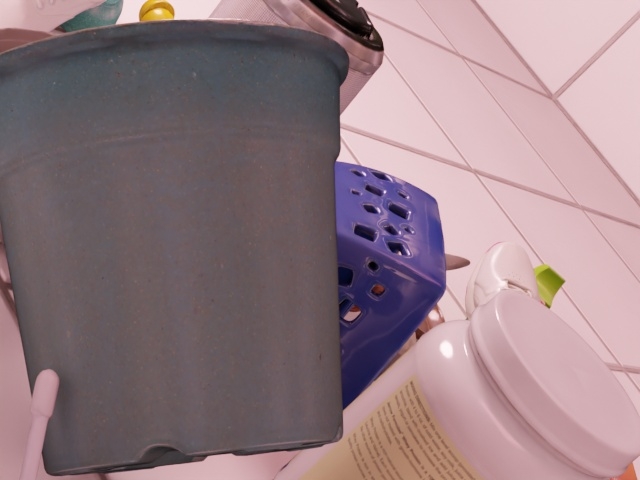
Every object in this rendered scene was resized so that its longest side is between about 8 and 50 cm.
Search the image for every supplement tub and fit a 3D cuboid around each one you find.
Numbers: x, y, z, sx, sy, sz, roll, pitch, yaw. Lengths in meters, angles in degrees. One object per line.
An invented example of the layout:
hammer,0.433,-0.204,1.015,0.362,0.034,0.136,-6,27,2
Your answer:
supplement tub,0.127,0.226,1.398,0.235,0.325,0.235,37,22,-19

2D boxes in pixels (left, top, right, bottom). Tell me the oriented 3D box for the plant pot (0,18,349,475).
plant pot,-0.122,0.023,1.239,0.341,0.341,0.334,7,73,-58

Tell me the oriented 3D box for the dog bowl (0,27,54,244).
dog bowl,-0.247,-0.077,1.544,0.349,0.102,0.349,32,25,-16

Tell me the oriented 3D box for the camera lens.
camera lens,-0.066,-0.224,1.922,0.219,0.274,0.219,35,18,-13

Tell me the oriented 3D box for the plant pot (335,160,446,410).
plant pot,-0.008,0.031,1.662,0.212,0.236,0.236,31,25,-15

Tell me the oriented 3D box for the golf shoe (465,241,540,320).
golf shoe,0.264,0.121,1.955,0.115,0.140,0.306,19,56,-16

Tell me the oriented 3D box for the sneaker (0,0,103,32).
sneaker,-0.333,-0.311,1.781,0.094,0.091,0.258,56,42,-8

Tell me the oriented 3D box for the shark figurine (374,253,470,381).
shark figurine,0.096,0.134,1.789,0.166,0.278,0.116,-18,20,-36

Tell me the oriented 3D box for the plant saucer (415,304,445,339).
plant saucer,0.115,0.079,2.044,0.168,0.029,0.168,45,20,-21

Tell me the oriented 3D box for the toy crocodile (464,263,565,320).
toy crocodile,0.277,0.134,2.119,0.115,0.105,0.340,48,32,5

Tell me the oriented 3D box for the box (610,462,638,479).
box,0.359,0.311,1.993,0.130,0.091,0.170,38,22,-17

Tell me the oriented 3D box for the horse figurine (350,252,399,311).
horse figurine,0.000,0.000,1.882,0.174,0.066,0.263,-45,104,-28

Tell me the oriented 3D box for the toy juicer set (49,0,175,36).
toy juicer set,-0.297,-0.313,1.967,0.209,0.089,0.329,41,45,-35

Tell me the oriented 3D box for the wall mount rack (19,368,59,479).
wall mount rack,-0.259,0.218,0.978,0.350,0.130,0.304,23,29,-45
